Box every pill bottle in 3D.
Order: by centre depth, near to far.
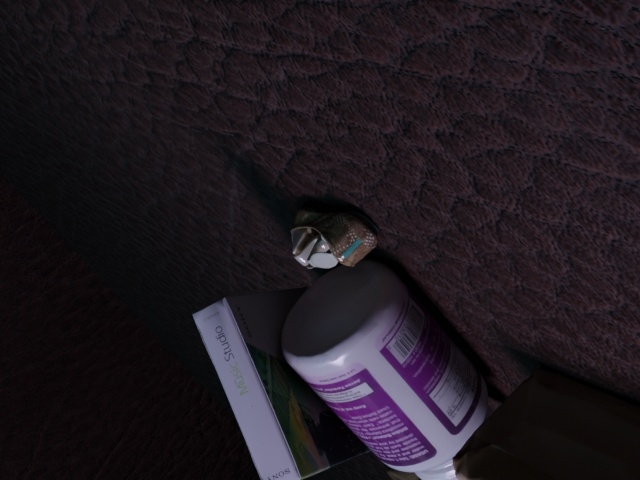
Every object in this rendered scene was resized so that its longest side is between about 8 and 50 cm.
[{"bbox_3d":[0.100,0.177,1.708,0.301,0.169,0.169,49,164,-29],"label":"pill bottle"}]

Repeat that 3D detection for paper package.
[{"bbox_3d":[0.355,0.325,1.493,0.325,0.168,0.309,50,164,-30],"label":"paper package"}]

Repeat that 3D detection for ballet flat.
[{"bbox_3d":[0.000,0.000,1.641,0.073,0.067,0.206,43,166,-13],"label":"ballet flat"}]

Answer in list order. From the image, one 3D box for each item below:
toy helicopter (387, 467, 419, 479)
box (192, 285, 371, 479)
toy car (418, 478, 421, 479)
[{"bbox_3d":[0.254,0.478,2.302,0.355,0.140,0.235,38,166,-8],"label":"toy helicopter"},{"bbox_3d":[-0.020,0.174,1.745,0.322,0.058,0.232,-5,-110,-64],"label":"box"},{"bbox_3d":[0.262,0.377,1.983,0.188,0.149,0.155,7,136,47],"label":"toy car"}]
